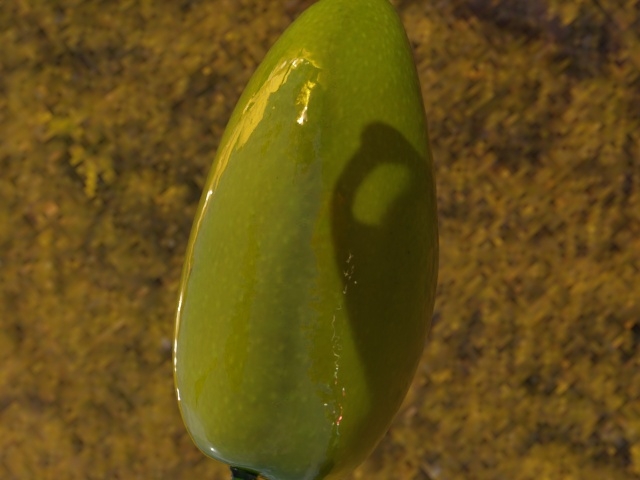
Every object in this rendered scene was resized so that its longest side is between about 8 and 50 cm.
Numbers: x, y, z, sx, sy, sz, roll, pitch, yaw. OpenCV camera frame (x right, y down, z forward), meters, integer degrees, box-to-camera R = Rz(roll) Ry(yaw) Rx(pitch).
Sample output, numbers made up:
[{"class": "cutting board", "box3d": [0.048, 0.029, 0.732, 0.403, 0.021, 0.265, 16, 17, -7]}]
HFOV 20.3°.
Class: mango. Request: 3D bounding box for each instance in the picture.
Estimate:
[{"class": "mango", "box3d": [0.000, 0.000, 1.204, 0.156, 0.192, 0.343, 17, 100, 31]}]
